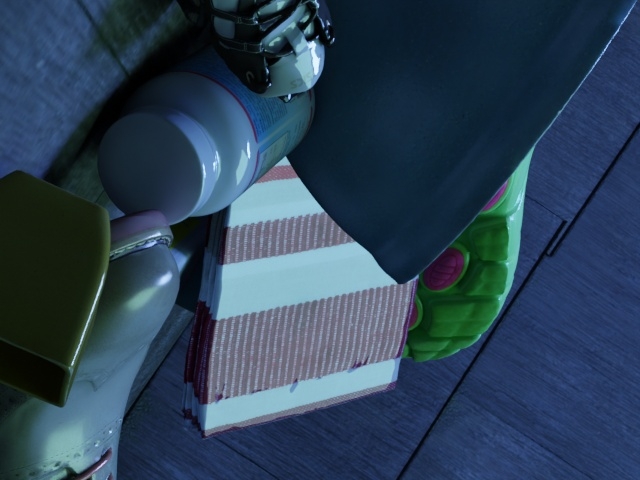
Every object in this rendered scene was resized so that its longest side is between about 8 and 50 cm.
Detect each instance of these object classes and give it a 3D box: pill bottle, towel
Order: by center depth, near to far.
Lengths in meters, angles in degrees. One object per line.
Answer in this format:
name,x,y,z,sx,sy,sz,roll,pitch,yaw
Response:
pill bottle,-0.068,-0.066,0.917,0.087,0.087,0.160,-56,175,28
towel,0.000,0.000,1.304,0.237,0.037,0.329,-9,119,-37

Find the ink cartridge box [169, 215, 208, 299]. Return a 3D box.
ink cartridge box,-0.213,0.123,1.234,0.304,0.072,0.307,-54,178,18

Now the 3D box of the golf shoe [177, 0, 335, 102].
golf shoe,-0.023,-0.122,0.749,0.077,0.094,0.198,-33,176,-4

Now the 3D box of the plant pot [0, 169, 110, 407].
plant pot,-0.138,0.017,0.716,0.081,0.081,0.083,123,-11,-68

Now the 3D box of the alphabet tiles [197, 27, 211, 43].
alphabet tiles,-0.017,-0.213,0.977,0.198,0.009,0.237,-55,179,22

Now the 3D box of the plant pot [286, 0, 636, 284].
plant pot,0.064,-0.144,1.058,0.293,0.196,0.293,-53,-176,5

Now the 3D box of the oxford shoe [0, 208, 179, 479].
oxford shoe,-0.155,0.135,0.912,0.140,0.146,0.397,-22,156,-39

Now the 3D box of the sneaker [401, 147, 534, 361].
sneaker,0.134,-0.073,1.549,0.202,0.185,0.483,-68,178,-55

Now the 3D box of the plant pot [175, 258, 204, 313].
plant pot,-0.035,-0.050,1.411,0.234,0.165,0.165,-64,176,25
